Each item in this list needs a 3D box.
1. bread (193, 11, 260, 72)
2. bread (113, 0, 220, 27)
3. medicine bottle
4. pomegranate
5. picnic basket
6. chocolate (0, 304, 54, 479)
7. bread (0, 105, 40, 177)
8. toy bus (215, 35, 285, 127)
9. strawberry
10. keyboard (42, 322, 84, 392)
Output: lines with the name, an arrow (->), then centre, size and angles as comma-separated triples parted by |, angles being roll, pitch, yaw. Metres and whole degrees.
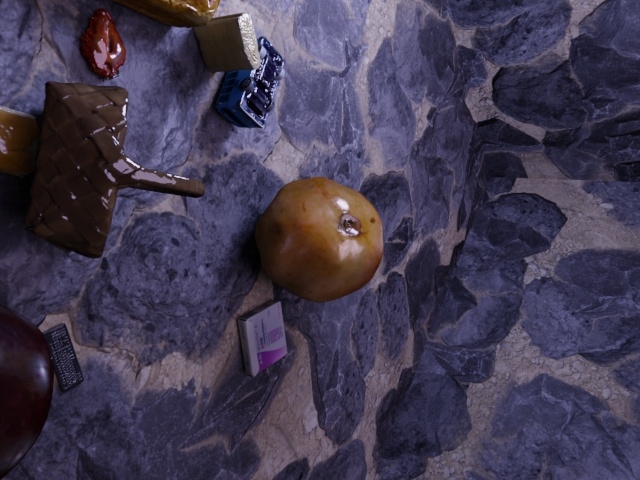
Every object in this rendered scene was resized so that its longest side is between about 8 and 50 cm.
bread -> -0.239, -0.502, 1.247 | 0.060, 0.178, 0.139 | -37, 125, -40
bread -> -0.367, -0.570, 1.064 | 0.294, 0.167, 0.132 | -3, 98, -54
medicine bottle -> -0.188, 0.314, 1.584 | 0.171, 0.052, 0.201 | -23, 113, -50
pomegranate -> 0.000, 0.000, 1.528 | 0.411, 0.411, 0.411 | -14, 108, -53
picnic basket -> -0.388, -0.128, 0.974 | 0.337, 0.293, 0.337 | -2, 94, -26
chocolate -> -0.619, 0.250, 0.756 | 0.383, 0.384, 0.331 | -67, 155, -21
bread -> -0.584, -0.185, 0.908 | 0.106, 0.082, 0.125 | 9, 92, -61
toy bus -> -0.196, -0.431, 1.358 | 0.116, 0.133, 0.234 | 38, 60, -50
strawberry -> -0.465, -0.423, 1.060 | 0.104, 0.048, 0.152 | -17, 113, -56
keyboard -> -0.567, 0.259, 1.077 | 0.053, 0.010, 0.155 | -30, 120, -47
